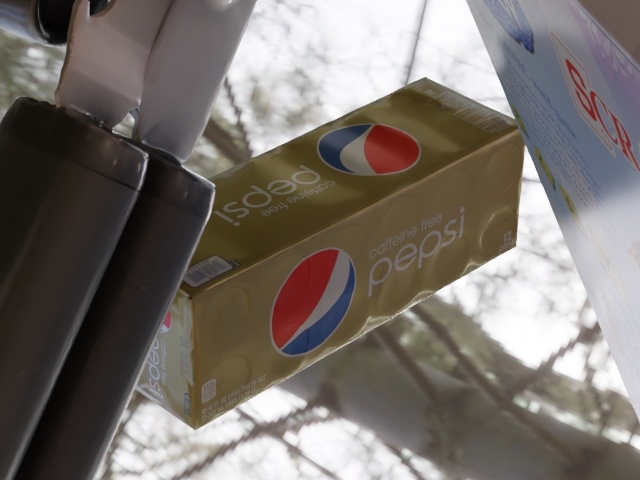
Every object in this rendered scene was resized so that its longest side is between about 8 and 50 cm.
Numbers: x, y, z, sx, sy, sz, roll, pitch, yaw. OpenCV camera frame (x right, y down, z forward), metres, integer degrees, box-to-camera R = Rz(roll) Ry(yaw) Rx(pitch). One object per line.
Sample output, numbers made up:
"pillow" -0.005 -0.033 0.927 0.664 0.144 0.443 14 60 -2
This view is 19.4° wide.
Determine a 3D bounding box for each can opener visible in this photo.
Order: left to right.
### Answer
"can opener" -0.075 -0.014 0.530 0.074 0.093 0.280 25 -97 -59

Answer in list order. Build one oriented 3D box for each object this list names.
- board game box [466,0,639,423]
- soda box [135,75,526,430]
"board game box" 0.142 0.046 0.505 0.066 0.319 0.318 -27 -54 0
"soda box" 0.000 0.000 0.728 0.181 0.058 0.061 -27 -48 -36
